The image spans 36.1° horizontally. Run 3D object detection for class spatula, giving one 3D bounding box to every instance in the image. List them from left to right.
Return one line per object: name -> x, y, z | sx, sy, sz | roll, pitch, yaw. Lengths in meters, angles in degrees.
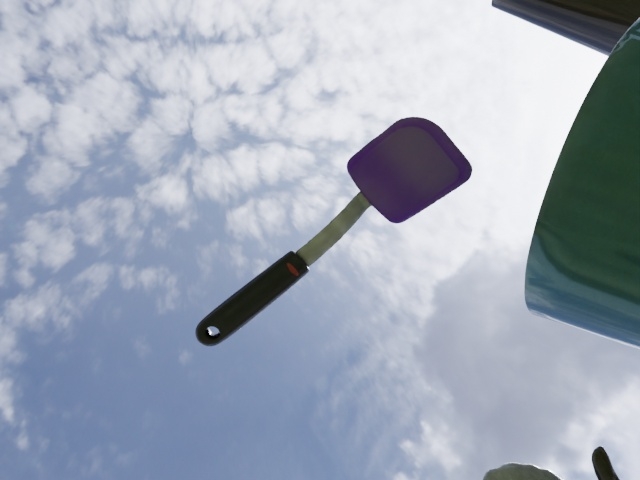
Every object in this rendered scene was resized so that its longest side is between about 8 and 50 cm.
spatula -> 0.000, 0.000, 0.894 | 0.296, 0.030, 0.084 | -39, -75, 5

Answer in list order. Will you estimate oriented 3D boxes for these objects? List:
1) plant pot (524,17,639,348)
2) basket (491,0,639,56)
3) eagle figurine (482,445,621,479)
plant pot -> 0.348, -0.021, 0.846 | 0.235, 0.293, 0.293 | 25, -87, 25
basket -> 0.333, -0.308, 1.175 | 0.227, 0.204, 0.154 | 20, -105, 7
eagle figurine -> 0.205, 0.300, 0.621 | 0.227, 0.225, 0.298 | 2, -68, 6
